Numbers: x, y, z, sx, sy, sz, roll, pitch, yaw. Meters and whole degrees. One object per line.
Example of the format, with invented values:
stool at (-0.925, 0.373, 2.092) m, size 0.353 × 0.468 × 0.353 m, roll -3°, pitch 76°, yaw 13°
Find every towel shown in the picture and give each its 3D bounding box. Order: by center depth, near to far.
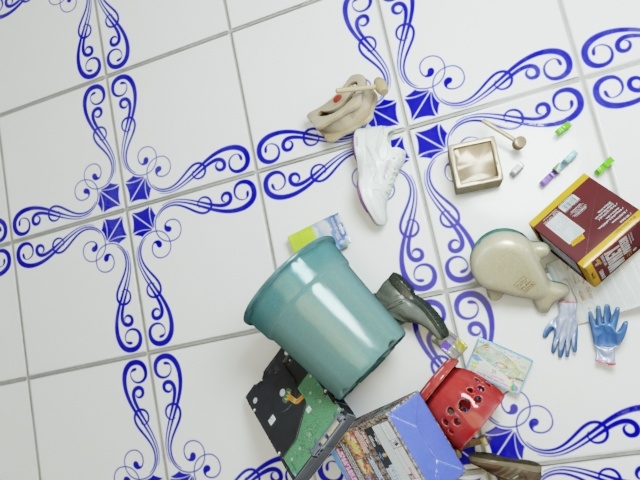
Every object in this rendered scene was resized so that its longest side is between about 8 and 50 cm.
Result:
towel at (0.370, 0.296, 1.540) m, size 0.083 × 0.009 × 0.060 m, roll 43°, pitch 98°, yaw 15°

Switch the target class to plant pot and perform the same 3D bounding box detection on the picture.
plant pot at (0.361, 0.427, 1.438) m, size 0.174 × 0.191 × 0.191 m, roll 39°, pitch 96°, yaw 19°
plant pot at (0.027, 0.223, 1.468) m, size 0.334 × 0.341 × 0.341 m, roll 45°, pitch 98°, yaw 17°

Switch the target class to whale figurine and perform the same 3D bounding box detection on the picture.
whale figurine at (0.533, 0.076, 1.464) m, size 0.272 × 0.141 × 0.216 m, roll 34°, pitch 118°, yaw -5°

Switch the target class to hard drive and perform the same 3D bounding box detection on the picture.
hard drive at (-0.066, 0.471, 1.536) m, size 0.237 × 0.064 × 0.339 m, roll -55°, pitch 40°, yaw 6°

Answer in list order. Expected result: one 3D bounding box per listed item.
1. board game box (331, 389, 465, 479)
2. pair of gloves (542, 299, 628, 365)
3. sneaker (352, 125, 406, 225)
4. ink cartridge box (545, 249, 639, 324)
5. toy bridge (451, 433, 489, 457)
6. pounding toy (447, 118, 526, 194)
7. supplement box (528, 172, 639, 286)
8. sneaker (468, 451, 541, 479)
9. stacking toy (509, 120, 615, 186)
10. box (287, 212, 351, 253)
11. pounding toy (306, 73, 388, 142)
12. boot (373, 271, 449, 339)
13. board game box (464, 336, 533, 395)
board game box at (0.187, 0.568, 1.430) m, size 0.291 × 0.141 × 0.232 m, roll -42°, pitch 73°, yaw 44°
pair of gloves at (0.694, 0.240, 1.427) m, size 0.198 × 0.023 × 0.159 m, roll 6°, pitch 91°, yaw 26°
sneaker at (0.180, -0.196, 1.586) m, size 0.152 × 0.114 × 0.305 m, roll -9°, pitch 82°, yaw 16°
ink cartridge box at (0.754, 0.101, 1.438) m, size 0.232 × 0.066 × 0.189 m, roll -28°, pitch 77°, yaw 34°
toy bridge at (0.376, 0.575, 1.484) m, size 0.188 × 0.063 × 0.026 m, roll -29°, pitch 78°, yaw 13°
pounding toy at (0.467, -0.242, 1.522) m, size 0.206 × 0.094 × 0.181 m, roll -11°, pitch 79°, yaw 10°
supplement box at (0.685, -0.027, 1.377) m, size 0.191 × 0.129 × 0.194 m, roll -44°, pitch 46°, yaw 8°
sneaker at (0.490, 0.618, 1.447) m, size 0.188 × 0.066 × 0.071 m, roll 4°, pitch 87°, yaw 17°
stacking toy at (0.656, -0.198, 1.486) m, size 0.221 × 0.052 × 0.167 m, roll -43°, pitch 77°, yaw 7°
box at (0.000, 0.000, 1.658) m, size 0.178 × 0.042 × 0.109 m, roll -26°, pitch 79°, yaw 12°
pounding toy at (0.070, -0.425, 1.599) m, size 0.269 × 0.155 × 0.154 m, roll -26°, pitch 44°, yaw 23°
boot at (0.238, 0.225, 1.558) m, size 0.161 × 0.083 × 0.246 m, roll -48°, pitch 67°, yaw 15°
board game box at (0.491, 0.344, 1.492) m, size 0.154 × 0.026 × 0.103 m, roll 24°, pitch 92°, yaw 17°
